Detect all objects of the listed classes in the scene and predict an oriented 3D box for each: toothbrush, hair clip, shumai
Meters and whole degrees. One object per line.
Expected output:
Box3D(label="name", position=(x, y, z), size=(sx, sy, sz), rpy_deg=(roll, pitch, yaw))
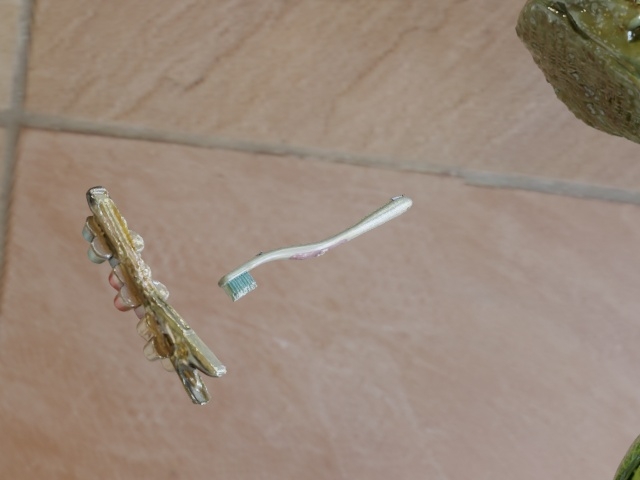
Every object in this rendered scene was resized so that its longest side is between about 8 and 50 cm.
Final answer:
Box3D(label="toothbrush", position=(0.000, 0.000, 1.142), size=(0.204, 0.017, 0.022), rpy_deg=(-26, 84, -47))
Box3D(label="hair clip", position=(-0.149, 0.050, 1.410), size=(0.062, 0.056, 0.214), rpy_deg=(-8, 55, -52))
Box3D(label="shumai", position=(0.278, -0.195, 1.511), size=(0.142, 0.184, 0.184), rpy_deg=(-41, 108, -12))

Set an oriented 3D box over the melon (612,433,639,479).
Box3D(label="melon", position=(0.326, 0.250, 1.506), size=(0.129, 0.169, 0.265), rpy_deg=(-4, 101, 13))
